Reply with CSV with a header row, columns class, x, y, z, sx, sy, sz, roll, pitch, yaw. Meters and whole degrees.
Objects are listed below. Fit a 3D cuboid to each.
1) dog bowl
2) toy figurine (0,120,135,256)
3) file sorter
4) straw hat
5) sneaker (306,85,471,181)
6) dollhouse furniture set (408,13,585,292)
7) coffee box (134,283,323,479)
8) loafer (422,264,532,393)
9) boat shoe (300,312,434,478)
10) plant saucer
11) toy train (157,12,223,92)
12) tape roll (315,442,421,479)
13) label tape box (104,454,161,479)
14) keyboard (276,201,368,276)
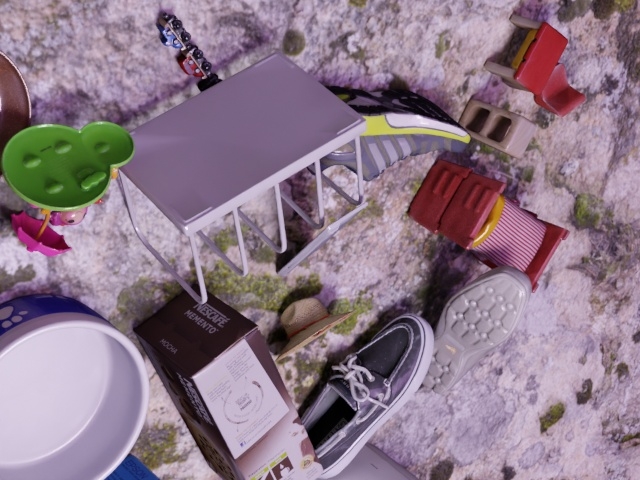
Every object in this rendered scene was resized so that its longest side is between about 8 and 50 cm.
class,x,y,z,sx,sy,sz,roll,pitch,yaw
dog bowl,-0.362,0.207,1.657,0.265,0.104,0.265,-16,119,-31
toy figurine,-0.318,-0.053,1.566,0.173,0.130,0.159,-32,161,-36
file sorter,-0.101,-0.080,1.658,0.277,0.193,0.173,-32,142,-21
straw hat,-0.023,0.119,1.905,0.144,0.144,0.061,-29,84,-24
sneaker,0.092,-0.151,1.862,0.300,0.111,0.121,2,122,-35
dollhouse furniture set,0.323,-0.136,1.998,0.201,0.152,0.374,27,92,-42
coffee box,-0.127,0.229,1.807,0.119,0.168,0.297,-37,128,-19
loafer,0.246,0.129,2.021,0.111,0.112,0.319,-45,174,-40
boat shoe,0.056,0.234,1.988,0.306,0.113,0.105,-47,145,2
plant saucer,-0.438,-0.146,1.486,0.198,0.036,0.199,-16,118,-31
toy train,-0.168,-0.235,1.661,0.036,0.027,0.158,-38,130,-4
tape roll,0.071,0.473,2.069,0.246,0.169,0.246,-16,120,-31
label tape box,-0.217,0.506,1.815,0.106,0.240,0.334,-28,125,-28
keyboard,0.000,0.000,1.779,0.072,0.256,0.014,-38,89,-23
